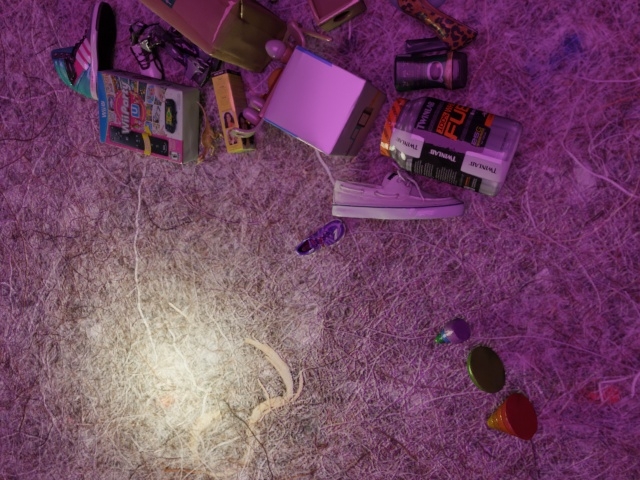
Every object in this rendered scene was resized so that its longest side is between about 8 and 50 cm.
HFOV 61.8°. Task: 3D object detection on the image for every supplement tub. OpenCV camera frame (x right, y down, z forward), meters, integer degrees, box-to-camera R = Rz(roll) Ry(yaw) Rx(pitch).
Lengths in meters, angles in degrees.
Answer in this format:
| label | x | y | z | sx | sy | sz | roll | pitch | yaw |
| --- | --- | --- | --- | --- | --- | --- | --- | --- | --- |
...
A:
| label | x | y | z | sx | sy | sz | roll | pitch | yaw |
| --- | --- | --- | --- | --- | --- | --- | --- | --- | --- |
| supplement tub | 0.323 | -0.244 | 1.344 | 0.315 | 0.193 | 0.194 | 19 | 104 | 14 |

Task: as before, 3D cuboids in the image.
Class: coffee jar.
| label | x | y | z | sx | sy | sz | roll | pitch | yaw |
| --- | --- | --- | --- | --- | --- | --- | --- | --- | --- |
| coffee jar | 0.286 | -0.436 | 1.384 | 0.184 | 0.079 | 0.096 | 4 | 107 | 19 |

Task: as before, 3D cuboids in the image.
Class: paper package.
| label | x | y | z | sx | sy | sz | roll | pitch | yaw |
| --- | --- | --- | --- | --- | --- | --- | --- | --- | --- |
| paper package | -0.294 | -0.622 | 1.425 | 0.324 | 0.309 | 0.168 | 40 | 108 | 10 |

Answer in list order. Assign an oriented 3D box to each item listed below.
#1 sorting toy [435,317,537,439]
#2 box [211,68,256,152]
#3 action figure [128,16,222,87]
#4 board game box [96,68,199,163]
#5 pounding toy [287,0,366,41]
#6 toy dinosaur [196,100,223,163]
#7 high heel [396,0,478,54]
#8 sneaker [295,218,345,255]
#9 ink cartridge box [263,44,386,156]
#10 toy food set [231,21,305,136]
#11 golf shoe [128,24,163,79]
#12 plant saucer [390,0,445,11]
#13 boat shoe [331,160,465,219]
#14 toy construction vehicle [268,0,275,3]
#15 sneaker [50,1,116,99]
| label | x | y | z | sx | sy | sz | roll | pitch | yaw |
| --- | --- | --- | --- | --- | --- | --- | --- | --- | --- |
| sorting toy | 0.436 | 0.390 | 1.477 | 0.366 | 0.127 | 0.126 | 55 | 140 | 6 |
| box | -0.254 | -0.378 | 1.572 | 0.058 | 0.087 | 0.233 | -10 | 97 | 22 |
| action figure | -0.432 | -0.574 | 1.564 | 0.284 | 0.185 | 0.099 | 30 | 138 | -3 |
| board game box | -0.524 | -0.380 | 1.630 | 0.303 | 0.097 | 0.224 | 17 | 117 | 17 |
| pounding toy | 0.013 | -0.612 | 1.438 | 0.205 | 0.094 | 0.181 | -23 | 91 | 21 |
| toy dinosaur | -0.334 | -0.319 | 1.603 | 0.053 | 0.092 | 0.183 | 9 | 102 | 16 |
| high heel | 0.286 | -0.595 | 1.319 | 0.186 | 0.093 | 0.261 | 0 | 130 | 23 |
| sneaker | 0.000 | 0.000 | 1.556 | 0.169 | 0.071 | 0.068 | -35 | 87 | 19 |
| ink cartridge box | 0.022 | -0.347 | 1.386 | 0.198 | 0.270 | 0.197 | 31 | 105 | 11 |
| toy food set | -0.151 | -0.412 | 1.421 | 0.092 | 0.219 | 0.306 | 30 | 91 | -13 |
| golf shoe | -0.543 | -0.560 | 1.634 | 0.077 | 0.094 | 0.198 | -10 | 97 | 18 |
| plant saucer | 0.254 | -0.688 | 1.377 | 0.194 | 0.037 | 0.195 | 3 | 99 | 17 |
| boat shoe | 0.205 | -0.138 | 1.444 | 0.366 | 0.135 | 0.157 | 4 | 97 | 28 |
| toy construction vehicle | -0.142 | -0.716 | 1.510 | 0.086 | 0.035 | 0.098 | 45 | 107 | 18 |
| sneaker | -0.752 | -0.605 | 1.685 | 0.178 | 0.124 | 0.296 | 13 | 104 | 6 |
